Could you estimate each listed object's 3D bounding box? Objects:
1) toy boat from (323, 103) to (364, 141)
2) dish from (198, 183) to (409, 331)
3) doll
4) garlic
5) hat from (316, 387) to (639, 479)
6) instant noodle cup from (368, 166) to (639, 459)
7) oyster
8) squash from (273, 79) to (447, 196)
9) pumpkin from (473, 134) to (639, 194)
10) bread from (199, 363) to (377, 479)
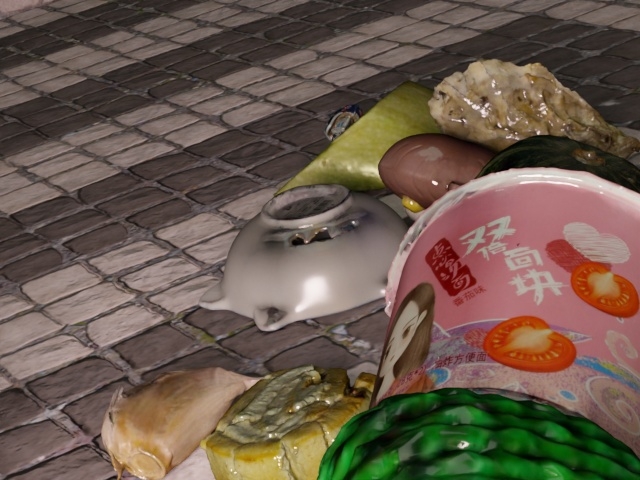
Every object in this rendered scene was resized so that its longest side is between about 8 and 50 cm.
[{"bbox_3d":[0.028,-0.140,1.985,0.038,0.038,0.083,-25,-12,-29],"label":"toy boat"},{"bbox_3d":[0.000,0.000,1.616,0.236,0.086,0.228,-25,24,-26],"label":"dish"},{"bbox_3d":[0.138,-0.057,1.693,0.145,0.096,0.188,21,3,17],"label":"doll"},{"bbox_3d":[-0.123,0.148,1.361,0.084,0.066,0.152,32,46,24],"label":"garlic"},{"bbox_3d":[0.156,0.221,0.851,0.332,0.242,0.274,8,44,-7],"label":"hat"},{"bbox_3d":[0.136,0.108,1.080,0.243,0.243,0.231,-5,28,20],"label":"instant noodle cup"},{"bbox_3d":[0.214,-0.111,1.714,0.133,0.209,0.072,-53,7,20],"label":"oyster"},{"bbox_3d":[0.105,-0.095,1.891,0.204,0.155,0.237,-44,-2,41],"label":"squash"},{"bbox_3d":[0.212,-0.014,1.438,0.190,0.146,0.190,20,10,-4],"label":"pumpkin"},{"bbox_3d":[-0.019,0.148,1.285,0.117,0.064,0.156,-1,25,25],"label":"bread"}]
